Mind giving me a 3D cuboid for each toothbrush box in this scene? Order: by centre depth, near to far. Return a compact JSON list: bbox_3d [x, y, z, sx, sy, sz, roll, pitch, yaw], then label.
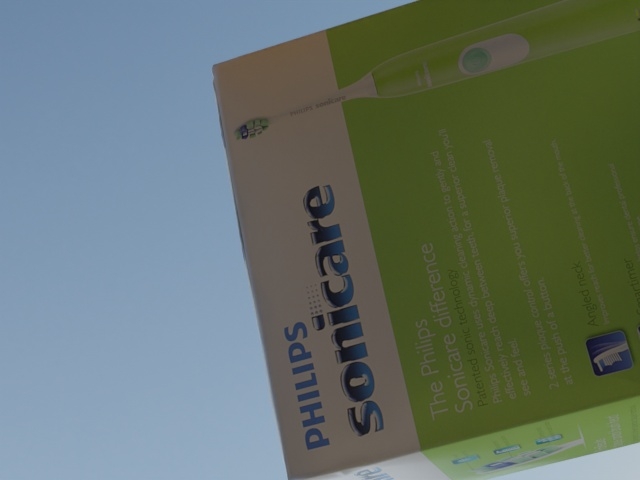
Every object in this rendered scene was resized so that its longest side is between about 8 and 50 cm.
[{"bbox_3d":[0.112,-0.011,0.570,0.122,0.283,0.206,54,-159,-66],"label":"toothbrush box"}]
